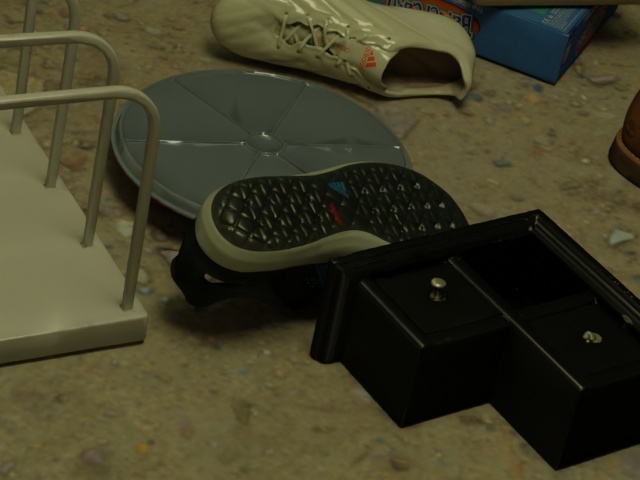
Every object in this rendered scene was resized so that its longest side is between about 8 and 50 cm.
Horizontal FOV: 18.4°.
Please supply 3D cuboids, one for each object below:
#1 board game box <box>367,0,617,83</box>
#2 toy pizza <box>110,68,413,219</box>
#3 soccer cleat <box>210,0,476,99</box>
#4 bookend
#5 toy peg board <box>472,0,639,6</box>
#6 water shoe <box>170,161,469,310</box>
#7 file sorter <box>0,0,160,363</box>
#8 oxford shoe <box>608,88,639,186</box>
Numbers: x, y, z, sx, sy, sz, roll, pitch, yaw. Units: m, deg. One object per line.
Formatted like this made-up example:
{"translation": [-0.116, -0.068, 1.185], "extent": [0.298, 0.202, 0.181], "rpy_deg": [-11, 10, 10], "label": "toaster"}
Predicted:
{"translation": [0.120, -0.208, 1.562], "extent": [0.210, 0.047, 0.160], "rpy_deg": [23, 36, 15], "label": "board game box"}
{"translation": [-0.039, -0.051, 1.299], "extent": [0.201, 0.032, 0.201], "rpy_deg": [8, 33, -6], "label": "toy pizza"}
{"translation": [0.019, -0.143, 1.423], "extent": [0.196, 0.068, 0.076], "rpy_deg": [7, 37, -12], "label": "soccer cleat"}
{"translation": [0.104, 0.065, 1.135], "extent": [0.157, 0.072, 0.156], "rpy_deg": [-12, 41, -31], "label": "bookend"}
{"translation": [0.168, -0.255, 1.530], "extent": [0.161, 0.079, 0.161], "rpy_deg": [-4, 37, -22], "label": "toy peg board"}
{"translation": [0.000, 0.000, 1.191], "extent": [0.203, 0.080, 0.073], "rpy_deg": [2, 56, -37], "label": "water shoe"}
{"translation": [-0.232, -0.076, 1.152], "extent": [0.193, 0.173, 0.278], "rpy_deg": [-8, 38, -27], "label": "file sorter"}
{"translation": [0.291, -0.042, 1.349], "extent": [0.212, 0.076, 0.076], "rpy_deg": [35, 38, 28], "label": "oxford shoe"}
